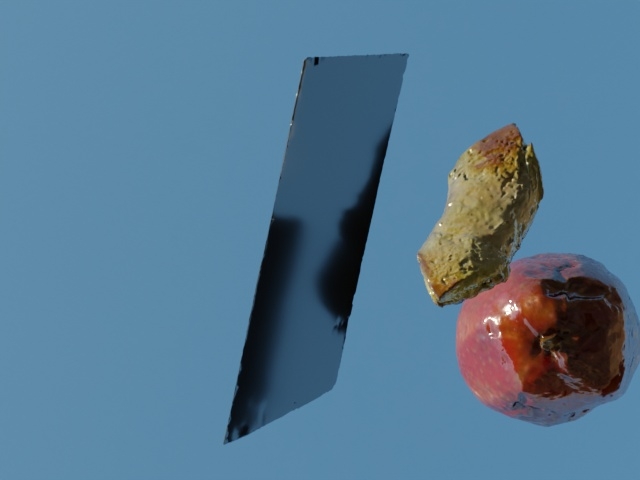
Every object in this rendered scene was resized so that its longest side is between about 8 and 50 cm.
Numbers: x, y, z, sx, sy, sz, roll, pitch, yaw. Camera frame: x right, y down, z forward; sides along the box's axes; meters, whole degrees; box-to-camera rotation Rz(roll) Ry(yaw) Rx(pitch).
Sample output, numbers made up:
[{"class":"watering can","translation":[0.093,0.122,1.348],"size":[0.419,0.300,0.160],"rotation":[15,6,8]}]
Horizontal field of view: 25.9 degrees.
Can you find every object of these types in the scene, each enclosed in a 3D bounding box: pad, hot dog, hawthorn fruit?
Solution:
[{"class":"pad","translation":[0.000,0.000,0.884],"size":[0.004,0.163,0.243],"rotation":[18,-76,22]},{"class":"hot dog","translation":[0.126,-0.011,1.081],"size":[0.169,0.078,0.061],"rotation":[-61,-38,-24]},{"class":"hawthorn fruit","translation":[0.209,0.092,1.249],"size":[0.173,0.179,0.174],"rotation":[-2,-85,-25]}]
